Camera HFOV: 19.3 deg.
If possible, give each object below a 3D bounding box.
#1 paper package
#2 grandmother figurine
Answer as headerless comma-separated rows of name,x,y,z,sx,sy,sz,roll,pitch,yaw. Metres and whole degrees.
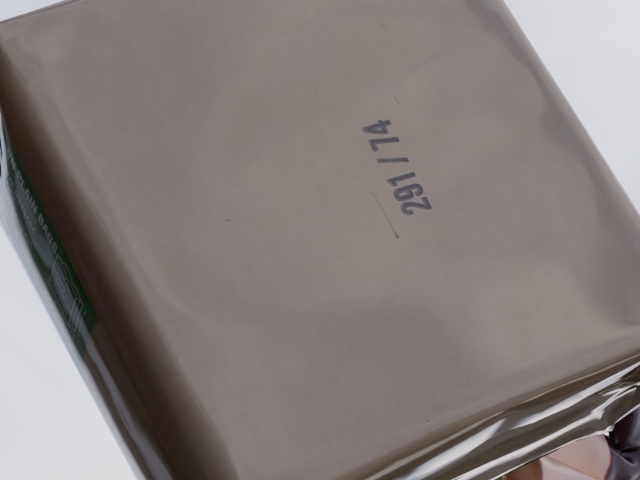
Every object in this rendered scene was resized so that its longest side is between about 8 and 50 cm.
paper package,0.000,0.000,1.080,0.324,0.310,0.168,61,-24,18
grandmother figurine,0.203,0.196,1.522,0.104,0.208,0.342,45,12,34
